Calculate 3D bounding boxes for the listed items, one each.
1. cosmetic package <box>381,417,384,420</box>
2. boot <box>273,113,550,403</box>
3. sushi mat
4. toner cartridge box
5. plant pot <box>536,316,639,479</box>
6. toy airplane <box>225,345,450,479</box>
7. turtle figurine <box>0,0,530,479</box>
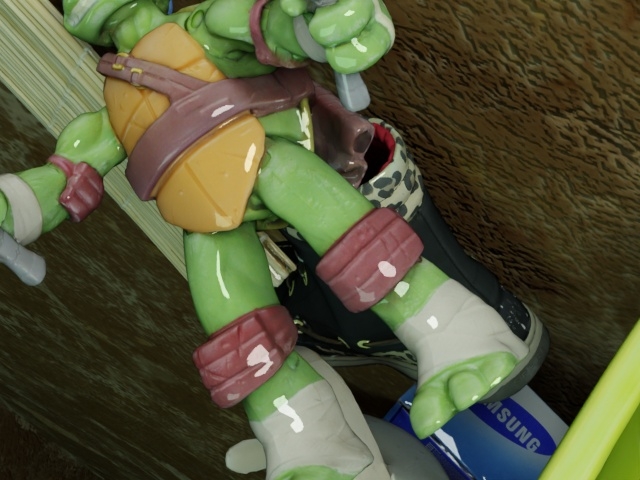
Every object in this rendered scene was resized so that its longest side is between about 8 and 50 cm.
[{"bbox_3d":[0.043,0.305,1.122,0.224,0.224,0.138,59,180,33],"label":"cosmetic package"},{"bbox_3d":[0.002,-0.001,0.753,0.236,0.085,0.178,13,150,45],"label":"boot"},{"bbox_3d":[-0.143,-0.083,0.737,0.316,0.019,0.151,47,161,-3],"label":"sushi mat"},{"bbox_3d":[0.187,0.226,0.906,0.348,0.075,0.165,46,163,9],"label":"toner cartridge box"},{"bbox_3d":[0.192,0.155,0.553,0.227,0.228,0.207,33,154,13],"label":"plant pot"},{"bbox_3d":[0.075,0.289,0.816,0.384,0.272,0.386,33,127,19],"label":"toy airplane"},{"bbox_3d":[-0.054,-0.018,0.526,0.266,0.198,0.274,55,169,6],"label":"turtle figurine"}]
